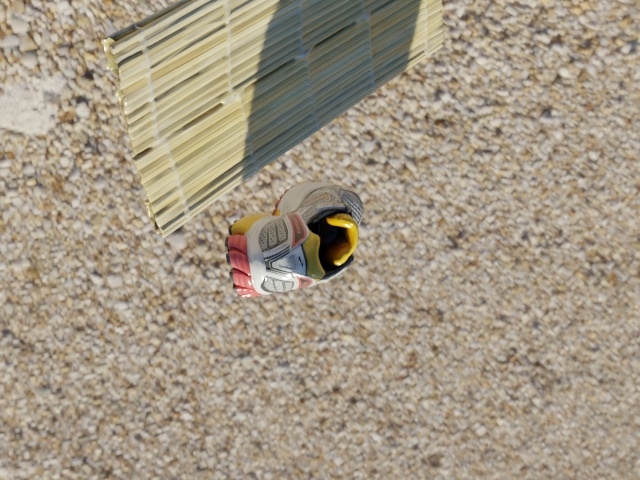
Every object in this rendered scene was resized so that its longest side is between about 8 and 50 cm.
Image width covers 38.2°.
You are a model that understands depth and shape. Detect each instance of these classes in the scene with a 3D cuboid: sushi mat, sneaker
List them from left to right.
[{"bbox_3d":[-0.012,-0.138,0.650,0.316,0.019,0.151,-37,143,-31],"label":"sushi mat"},{"bbox_3d":[0.000,0.000,0.850,0.092,0.225,0.088,-3,106,22],"label":"sneaker"}]
